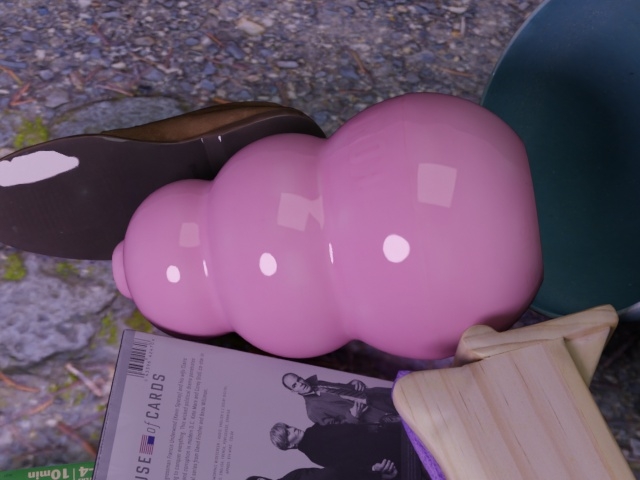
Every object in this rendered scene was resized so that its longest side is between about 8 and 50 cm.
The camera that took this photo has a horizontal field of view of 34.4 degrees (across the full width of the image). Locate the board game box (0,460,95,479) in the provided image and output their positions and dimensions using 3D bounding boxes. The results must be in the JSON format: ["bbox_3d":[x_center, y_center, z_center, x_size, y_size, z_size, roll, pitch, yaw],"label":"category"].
[{"bbox_3d":[-0.163,0.254,0.700,0.160,0.039,0.211,-5,55,-10],"label":"board game box"}]

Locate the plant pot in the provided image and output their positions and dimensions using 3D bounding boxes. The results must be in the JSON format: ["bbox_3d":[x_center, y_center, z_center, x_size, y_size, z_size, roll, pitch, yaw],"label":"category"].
[{"bbox_3d":[0.291,-0.065,0.860,0.195,0.290,0.290,10,48,-32],"label":"plant pot"}]

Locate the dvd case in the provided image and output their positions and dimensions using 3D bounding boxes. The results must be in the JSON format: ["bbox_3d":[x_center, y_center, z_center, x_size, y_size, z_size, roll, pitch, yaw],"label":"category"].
[{"bbox_3d":[-0.041,0.165,0.753,0.239,0.029,0.179,12,50,-10],"label":"dvd case"}]

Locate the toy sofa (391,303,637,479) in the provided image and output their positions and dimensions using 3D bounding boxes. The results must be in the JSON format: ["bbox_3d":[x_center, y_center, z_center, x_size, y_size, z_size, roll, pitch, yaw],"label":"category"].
[{"bbox_3d":[0.174,0.236,0.675,0.177,0.150,0.362,-15,56,-13],"label":"toy sofa"}]

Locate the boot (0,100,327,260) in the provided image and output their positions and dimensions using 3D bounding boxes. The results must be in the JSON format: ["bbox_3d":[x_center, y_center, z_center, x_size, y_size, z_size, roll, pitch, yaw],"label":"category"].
[{"bbox_3d":[-0.151,-0.062,0.922,0.305,0.112,0.115,-11,25,-8],"label":"boot"}]

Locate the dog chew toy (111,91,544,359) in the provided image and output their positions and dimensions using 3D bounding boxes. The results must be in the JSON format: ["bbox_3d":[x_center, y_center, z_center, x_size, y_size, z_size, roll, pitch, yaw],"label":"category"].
[{"bbox_3d":[0.000,0.000,0.811,0.332,0.206,0.206,-8,53,8],"label":"dog chew toy"}]
